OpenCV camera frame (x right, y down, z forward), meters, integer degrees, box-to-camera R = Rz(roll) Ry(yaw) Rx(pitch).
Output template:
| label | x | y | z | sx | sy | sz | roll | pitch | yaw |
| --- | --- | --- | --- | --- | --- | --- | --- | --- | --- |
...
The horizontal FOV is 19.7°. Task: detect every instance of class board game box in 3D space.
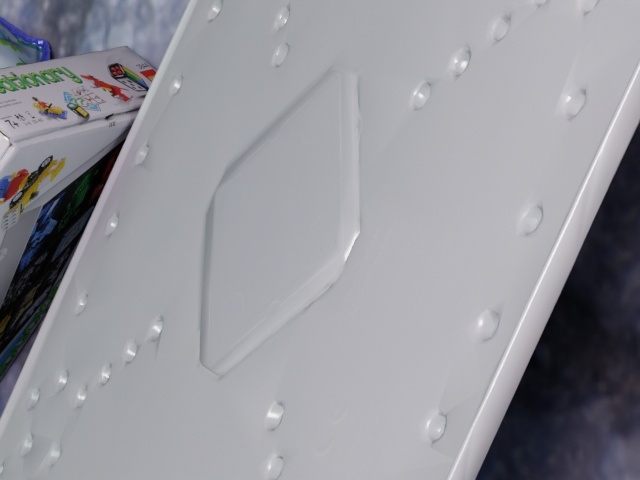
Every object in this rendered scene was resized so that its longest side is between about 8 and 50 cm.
| label | x | y | z | sx | sy | sz | roll | pitch | yaw |
| --- | --- | --- | --- | --- | --- | --- | --- | --- | --- |
| board game box | 0.000 | 0.000 | 0.774 | 0.390 | 0.050 | 0.390 | -65 | 27 | 1 |
| board game box | -0.205 | 0.039 | 0.969 | 0.053 | 0.193 | 0.305 | 40 | 110 | 10 |

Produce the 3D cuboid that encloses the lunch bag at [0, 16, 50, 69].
| label | x | y | z | sx | sy | sz | roll | pitch | yaw |
| --- | --- | --- | --- | --- | --- | --- | --- | --- | --- |
| lunch bag | -0.215 | -0.052 | 1.018 | 0.129 | 0.096 | 0.151 | -52 | 19 | 22 |
